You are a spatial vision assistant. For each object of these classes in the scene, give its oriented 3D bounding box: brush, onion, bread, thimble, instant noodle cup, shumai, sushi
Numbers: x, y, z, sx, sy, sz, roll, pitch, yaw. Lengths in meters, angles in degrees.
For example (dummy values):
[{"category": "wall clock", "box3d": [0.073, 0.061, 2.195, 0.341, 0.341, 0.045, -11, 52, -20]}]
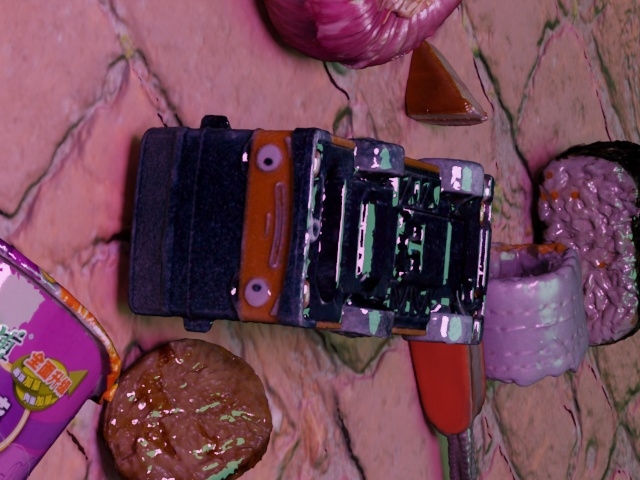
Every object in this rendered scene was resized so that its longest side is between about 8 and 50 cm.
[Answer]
[{"category": "brush", "box3d": [0.123, 0.101, 1.835, 0.051, 0.070, 0.323, -34, 124, -50]}, {"category": "onion", "box3d": [0.035, -0.262, 1.598, 0.230, 0.163, 0.230, -41, 154, -25]}, {"category": "bread", "box3d": [0.111, -0.136, 1.810, 0.062, 0.109, 0.043, -45, 145, 16]}, {"category": "thimble", "box3d": [0.200, 0.072, 1.894, 0.151, 0.127, 0.117, -35, 123, -59]}, {"category": "instant noodle cup", "box3d": [-0.266, 0.092, 1.073, 0.190, 0.251, 0.251, -60, 140, -22]}, {"category": "shumai", "box3d": [-0.112, 0.151, 1.464, 0.123, 0.105, 0.139, 43, 29, 4]}, {"category": "sushi", "box3d": [0.302, 0.007, 2.049, 0.126, 0.136, 0.225, -29, 124, -51]}]

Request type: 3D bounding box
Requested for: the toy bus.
[{"category": "toy bus", "box3d": [0.000, 0.000, 1.512, 0.323, 0.194, 0.161, 10, 85, -61]}]
